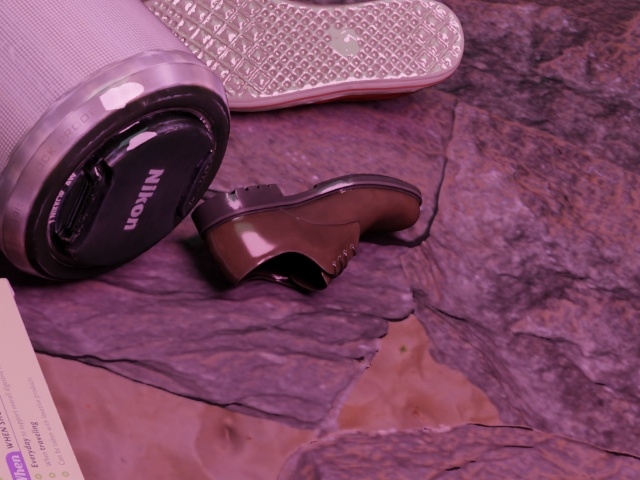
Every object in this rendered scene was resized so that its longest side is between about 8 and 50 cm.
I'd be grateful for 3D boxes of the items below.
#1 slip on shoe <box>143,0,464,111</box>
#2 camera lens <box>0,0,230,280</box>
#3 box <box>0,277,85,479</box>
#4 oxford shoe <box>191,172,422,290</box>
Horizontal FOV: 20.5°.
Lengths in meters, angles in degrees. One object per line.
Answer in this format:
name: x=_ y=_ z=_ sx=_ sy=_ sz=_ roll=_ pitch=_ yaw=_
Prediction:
slip on shoe: x=-0.032 y=-0.177 z=1.690 sx=0.331 sy=0.101 sz=0.123 roll=-3 pitch=80 yaw=-11
camera lens: x=-0.224 y=-0.120 z=1.437 sx=0.219 sy=0.219 sz=0.274 roll=-22 pitch=57 yaw=-40
box: x=-0.306 y=0.142 z=1.181 sx=0.243 sy=0.117 sz=0.213 roll=-1 pitch=45 yaw=-33
oxford shoe: x=0.000 y=0.000 z=1.533 sx=0.227 sy=0.083 sz=0.096 roll=-12 pitch=70 yaw=-33
